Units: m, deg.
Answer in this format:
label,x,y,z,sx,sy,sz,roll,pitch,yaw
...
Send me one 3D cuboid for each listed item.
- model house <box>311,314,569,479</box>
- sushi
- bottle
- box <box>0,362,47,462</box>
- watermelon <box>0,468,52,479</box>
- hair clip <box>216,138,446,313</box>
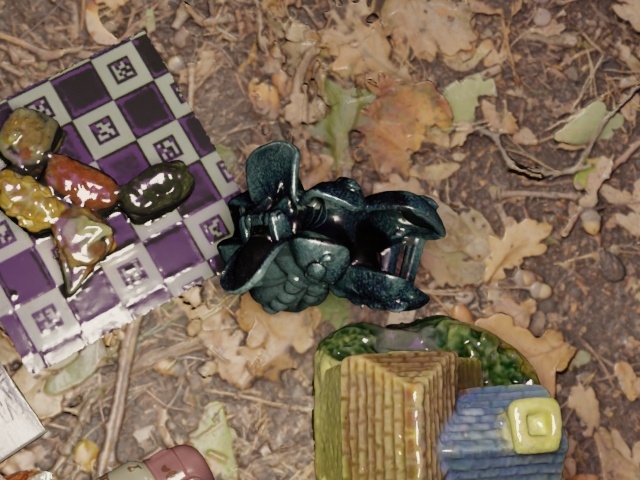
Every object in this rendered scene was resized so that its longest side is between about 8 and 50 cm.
label,x,y,z,sx,sy,sz,roll,pitch,yaw
model house,0.153,0.211,1.641,0.321,0.266,0.261,0,82,-11
sushi,-0.295,-0.064,1.718,0.359,0.064,0.343,-29,85,-16
bottle,-0.238,0.333,1.620,0.233,0.110,0.110,-28,84,-14
box,-0.442,0.238,1.639,0.177,0.036,0.115,-33,89,-15
watermelon,-0.417,0.308,1.575,0.158,0.098,0.121,26,73,-29
hair clip,-0.006,-0.002,1.626,0.206,0.310,0.194,22,73,-35
